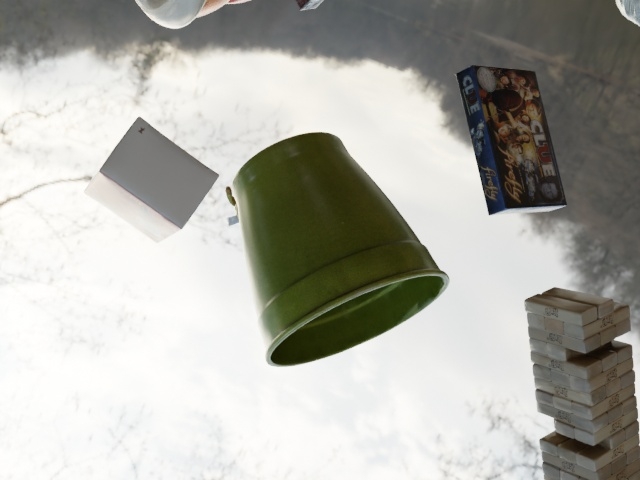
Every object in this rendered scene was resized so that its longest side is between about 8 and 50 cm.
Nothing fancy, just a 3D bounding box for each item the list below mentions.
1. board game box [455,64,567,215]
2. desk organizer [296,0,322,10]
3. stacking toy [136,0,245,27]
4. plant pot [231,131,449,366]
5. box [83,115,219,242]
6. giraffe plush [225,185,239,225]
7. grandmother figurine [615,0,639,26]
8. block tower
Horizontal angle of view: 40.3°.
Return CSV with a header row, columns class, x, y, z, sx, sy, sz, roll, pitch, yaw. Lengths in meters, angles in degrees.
class,x,y,z,sx,sy,sz,roll,pitch,yaw
board game box,0.320,-0.167,1.456,0.165,0.243,0.042,-5,170,-39
desk organizer,0.004,-0.460,1.513,0.047,0.130,0.050,-24,-98,-48
stacking toy,-0.116,-0.591,1.671,0.479,0.351,0.350,-11,-148,-34
plant pot,0.000,0.000,1.648,0.366,0.366,0.353,1,-122,-53
box,-0.231,-0.076,1.174,0.130,0.091,0.170,36,162,-13
giraffe plush,-0.092,-0.072,1.935,0.170,0.182,0.210,-27,-155,-29
grandmother figurine,0.663,-0.404,1.431,0.342,0.104,0.208,5,178,21
block tower,0.334,0.228,1.090,0.090,0.336,0.097,-18,-163,-31
